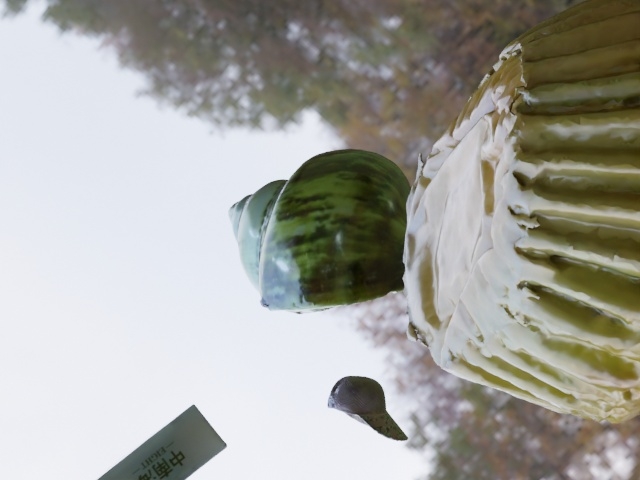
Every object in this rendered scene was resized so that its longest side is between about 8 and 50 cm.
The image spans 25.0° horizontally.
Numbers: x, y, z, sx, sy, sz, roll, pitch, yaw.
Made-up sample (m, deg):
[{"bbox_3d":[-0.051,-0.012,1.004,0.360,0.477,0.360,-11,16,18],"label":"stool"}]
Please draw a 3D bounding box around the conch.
[{"bbox_3d":[-0.002,-0.003,1.169,0.187,0.181,0.124,-27,-86,-52],"label":"conch"}]

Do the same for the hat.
[{"bbox_3d":[0.048,0.150,1.314,0.087,0.042,0.058,28,176,-18],"label":"hat"}]

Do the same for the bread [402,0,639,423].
[{"bbox_3d":[0.138,-0.022,0.767,0.139,0.240,0.240,9,-151,-12],"label":"bread"}]

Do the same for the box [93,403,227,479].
[{"bbox_3d":[-0.195,0.268,1.714,0.067,0.155,0.243,54,170,2],"label":"box"}]
